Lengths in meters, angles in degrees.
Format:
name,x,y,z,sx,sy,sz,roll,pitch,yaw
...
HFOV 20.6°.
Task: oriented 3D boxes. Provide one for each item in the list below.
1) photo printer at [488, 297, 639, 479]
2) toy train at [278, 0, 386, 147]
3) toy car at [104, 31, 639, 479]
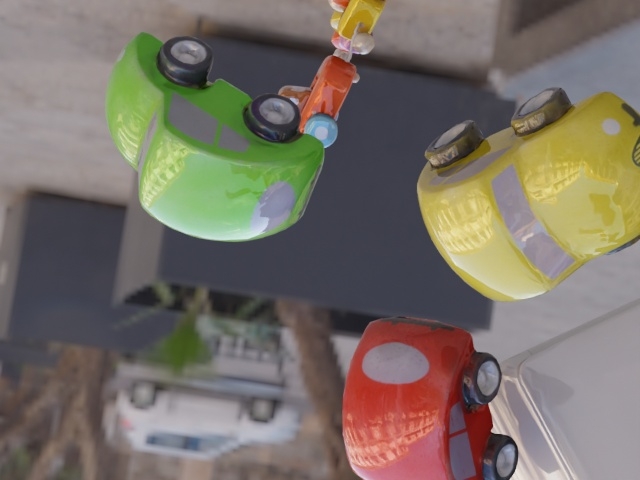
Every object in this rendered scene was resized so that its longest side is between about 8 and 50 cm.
name,x,y,z,sx,sy,sz,roll,pitch,yaw
photo printer,0.243,0.150,0.800,0.256,0.307,0.107,-23,167,-16
toy train,0.004,-0.119,1.047,0.046,0.125,0.166,24,-160,-7
toy car,0.000,0.000,0.685,0.225,0.053,0.239,32,137,11
